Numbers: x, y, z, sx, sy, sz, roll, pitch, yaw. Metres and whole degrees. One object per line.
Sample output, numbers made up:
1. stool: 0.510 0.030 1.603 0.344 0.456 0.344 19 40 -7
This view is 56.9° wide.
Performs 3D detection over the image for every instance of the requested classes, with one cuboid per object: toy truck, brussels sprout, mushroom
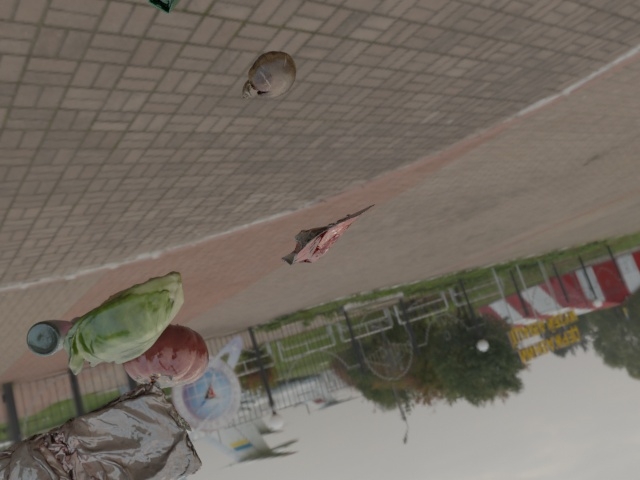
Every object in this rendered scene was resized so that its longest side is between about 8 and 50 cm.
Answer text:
1. toy truck: -0.369 -0.646 1.486 0.065 0.147 0.079 28 138 -12
2. brussels sprout: -0.275 0.114 0.843 0.180 0.101 0.139 -20 167 -13
3. mushroom: -0.144 -0.444 1.623 0.170 0.080 0.135 -32 139 15

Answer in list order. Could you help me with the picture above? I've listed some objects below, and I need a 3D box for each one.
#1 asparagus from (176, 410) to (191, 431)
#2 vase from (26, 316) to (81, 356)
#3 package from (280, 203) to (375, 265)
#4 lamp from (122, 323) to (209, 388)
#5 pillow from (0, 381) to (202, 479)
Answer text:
1. asparagus: -0.287 0.325 1.126 0.016 0.016 0.163 15 148 35
2. vase: -0.673 0.241 1.541 0.086 0.086 0.214 -17 179 1
3. package: 0.000 0.000 1.226 0.194 0.071 0.269 -43 -171 -18
4. lamp: -0.324 0.249 1.231 0.181 0.140 0.182 -1 152 0
5. pillow: -0.283 0.281 0.727 0.248 0.135 0.049 -24 180 -5
